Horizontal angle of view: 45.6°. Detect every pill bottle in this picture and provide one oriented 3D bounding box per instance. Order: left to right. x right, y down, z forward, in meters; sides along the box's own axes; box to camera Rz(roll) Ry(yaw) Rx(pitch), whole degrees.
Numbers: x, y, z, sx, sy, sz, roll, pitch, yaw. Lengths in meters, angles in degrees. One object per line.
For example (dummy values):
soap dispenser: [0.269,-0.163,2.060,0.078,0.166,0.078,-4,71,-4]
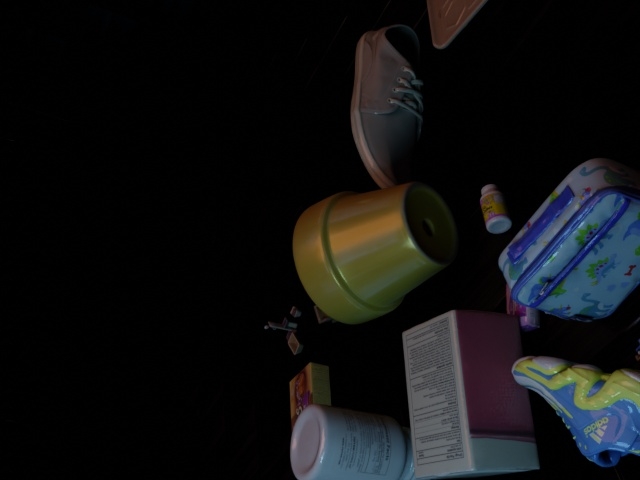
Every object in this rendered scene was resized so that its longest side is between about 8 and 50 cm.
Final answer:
pill bottle: [0.075,0.360,1.302,0.131,0.229,0.131,-44,38,49]
pill bottle: [0.298,-0.055,1.302,0.043,0.043,0.083,-50,34,42]

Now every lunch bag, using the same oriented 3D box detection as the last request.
lunch bag: [0.350,0.005,0.993,0.219,0.176,0.090,-56,30,33]

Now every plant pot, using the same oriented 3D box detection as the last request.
plant pot: [0.117,0.008,1.436,0.239,0.254,0.254,-24,52,40]

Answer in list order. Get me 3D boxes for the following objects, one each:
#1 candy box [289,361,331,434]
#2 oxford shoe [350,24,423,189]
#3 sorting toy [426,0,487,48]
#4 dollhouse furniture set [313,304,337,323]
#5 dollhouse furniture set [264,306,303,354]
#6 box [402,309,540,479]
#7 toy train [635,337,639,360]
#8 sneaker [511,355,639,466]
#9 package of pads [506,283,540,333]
candy box: [-0.022,0.383,1.711,0.109,0.053,0.187,-49,33,43]
oxford shoe: [0.157,-0.297,1.630,0.130,0.169,0.449,-24,51,35]
sorting toy: [0.305,-0.524,1.585,0.208,0.038,0.193,-41,41,44]
dollhouse furniture set: [0.059,0.087,1.714,0.182,0.101,0.161,-33,71,55]
dollhouse furniture set: [-0.087,0.224,1.909,0.091,0.081,0.114,-68,25,14]
box: [0.222,0.236,1.152,0.148,0.126,0.232,-37,51,57]
toy train: [0.415,0.105,0.908,0.158,0.027,0.036,97,149,-53]
sneaker: [0.335,0.222,0.998,0.240,0.091,0.126,-7,70,63]
package of pads: [0.315,0.100,1.184,0.050,0.032,0.083,-36,44,56]
